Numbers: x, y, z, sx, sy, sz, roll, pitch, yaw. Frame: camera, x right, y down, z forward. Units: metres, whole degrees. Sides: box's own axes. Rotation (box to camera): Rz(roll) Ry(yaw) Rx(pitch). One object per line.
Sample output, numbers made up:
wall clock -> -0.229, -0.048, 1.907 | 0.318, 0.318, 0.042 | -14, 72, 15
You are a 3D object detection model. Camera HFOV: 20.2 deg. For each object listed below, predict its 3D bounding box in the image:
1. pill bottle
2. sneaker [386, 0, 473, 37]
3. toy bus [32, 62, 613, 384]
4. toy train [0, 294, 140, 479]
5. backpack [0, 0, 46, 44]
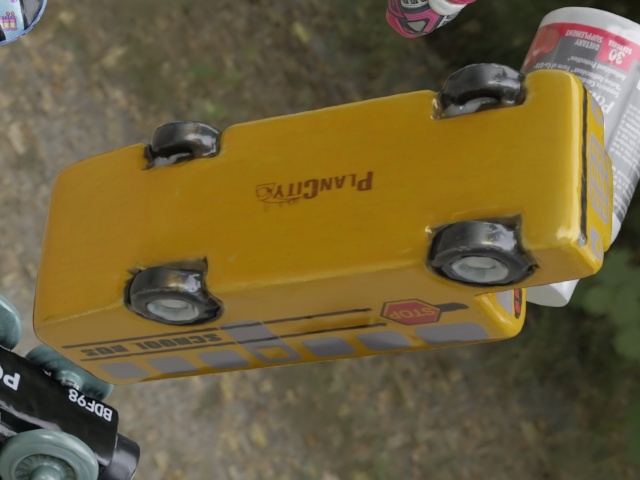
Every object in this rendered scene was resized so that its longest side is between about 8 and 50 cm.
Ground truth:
pill bottle -> 0.281, -0.093, 2.073 | 0.176, 0.176, 0.318 | 36, 72, -45
sneaker -> 0.111, -0.351, 1.985 | 0.121, 0.112, 0.299 | 31, 39, -26
toy bus -> 0.000, 0.000, 0.989 | 0.130, 0.333, 0.108 | 45, 44, -52
toy train -> -0.307, 0.128, 1.387 | 0.334, 0.190, 0.142 | 32, 37, -24
backpack -> -0.319, -0.235, 1.569 | 0.117, 0.158, 0.173 | 130, -60, -72
